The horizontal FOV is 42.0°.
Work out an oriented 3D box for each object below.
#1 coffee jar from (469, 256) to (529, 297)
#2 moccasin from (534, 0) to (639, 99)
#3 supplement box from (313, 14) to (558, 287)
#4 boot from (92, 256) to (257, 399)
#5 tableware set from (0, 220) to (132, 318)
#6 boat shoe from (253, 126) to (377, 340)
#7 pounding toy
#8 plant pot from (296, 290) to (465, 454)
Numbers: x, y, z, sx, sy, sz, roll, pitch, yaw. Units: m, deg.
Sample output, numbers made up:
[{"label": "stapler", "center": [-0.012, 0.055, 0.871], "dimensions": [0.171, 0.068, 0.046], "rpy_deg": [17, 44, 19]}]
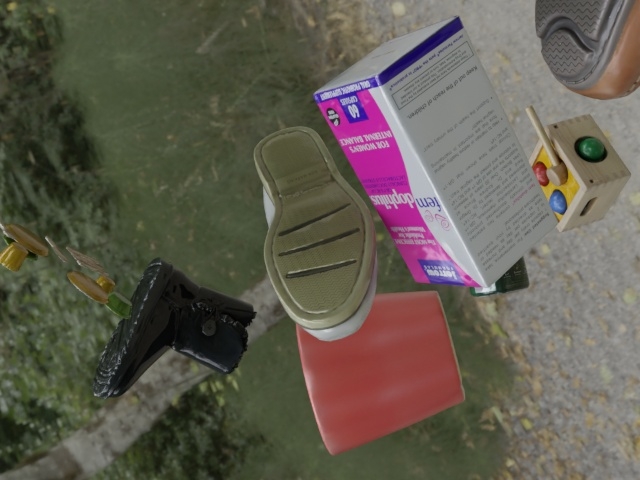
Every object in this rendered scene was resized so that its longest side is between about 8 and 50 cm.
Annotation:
[{"label": "coffee jar", "center": [0.275, -0.005, 1.341], "dimensions": [0.079, 0.096, 0.184], "rpy_deg": [-12, 86, 52]}, {"label": "moccasin", "center": [0.262, -0.274, 0.561], "dimensions": [0.139, 0.147, 0.380], "rpy_deg": [23, 94, 66]}, {"label": "supplement box", "center": [0.109, -0.076, 0.779], "dimensions": [0.220, 0.114, 0.111], "rpy_deg": [58, 154, -17]}, {"label": "boot", "center": [-0.227, 0.175, 1.351], "dimensions": [0.207, 0.246, 0.094], "rpy_deg": [33, 157, -26]}, {"label": "tableware set", "center": [-0.249, 0.031, 0.802], "dimensions": [0.104, 0.024, 0.154], "rpy_deg": [41, -177, 35]}, {"label": "boat shoe", "center": [0.000, 0.000, 0.862], "dimensions": [0.302, 0.113, 0.103], "rpy_deg": [-102, -5, -50]}, {"label": "pounding toy", "center": [0.333, -0.103, 1.132], "dimensions": [0.141, 0.100, 0.130], "rpy_deg": [97, 152, -58]}, {"label": "plant pot", "center": [0.106, 0.206, 1.431], "dimensions": [0.275, 0.243, 0.275], "rpy_deg": [-15, -90, -85]}]
